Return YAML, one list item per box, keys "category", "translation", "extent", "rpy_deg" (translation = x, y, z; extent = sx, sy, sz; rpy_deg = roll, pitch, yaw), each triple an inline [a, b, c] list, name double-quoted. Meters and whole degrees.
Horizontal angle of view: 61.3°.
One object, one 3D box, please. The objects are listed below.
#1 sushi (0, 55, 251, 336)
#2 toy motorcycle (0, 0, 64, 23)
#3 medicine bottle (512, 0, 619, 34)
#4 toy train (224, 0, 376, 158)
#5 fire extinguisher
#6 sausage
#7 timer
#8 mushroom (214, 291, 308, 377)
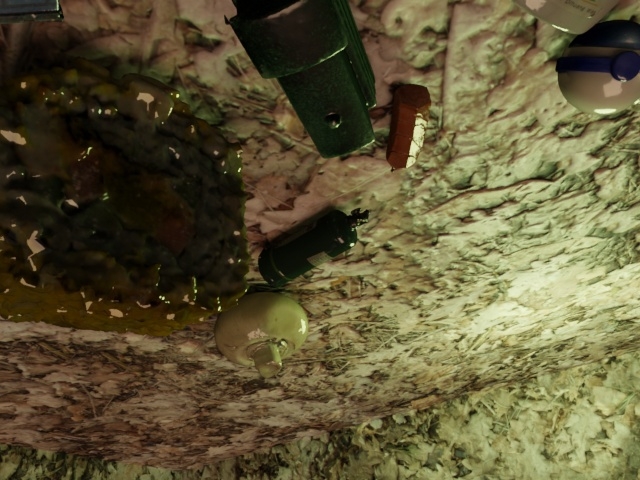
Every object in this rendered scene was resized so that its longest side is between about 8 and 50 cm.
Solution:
- category: "sushi"
  translation: [-0.307, -0.054, 0.775]
  extent: [0.397, 0.351, 0.240]
  rpy_deg: [17, 155, -40]
- category: "toy motorcycle"
  translation: [-0.441, -0.284, 0.496]
  extent: [0.359, 0.125, 0.212]
  rpy_deg: [-19, 151, -31]
- category: "medicine bottle"
  translation: [0.358, -0.392, 0.618]
  extent: [0.161, 0.111, 0.296]
  rpy_deg: [11, 141, -27]
- category: "toy train"
  translation: [-0.016, -0.242, 0.699]
  extent: [0.139, 0.178, 0.330]
  rpy_deg: [-18, 145, 13]
- category: "fire extinguisher"
  translation: [0.000, 0.000, 1.154]
  extent: [0.294, 0.093, 0.118]
  rpy_deg: [-30, 167, 28]
- category: "sausage"
  translation: [0.148, -0.185, 0.927]
  extent: [0.065, 0.065, 0.169]
  rpy_deg: [-6, 148, -4]
- category: "timer"
  translation: [0.551, -0.246, 0.799]
  extent: [0.384, 0.270, 0.270]
  rpy_deg: [6, 147, 3]
- category: "mushroom"
  translation: [-0.148, 0.247, 1.395]
  extent: [0.246, 0.202, 0.246]
  rpy_deg: [-14, 144, -10]
